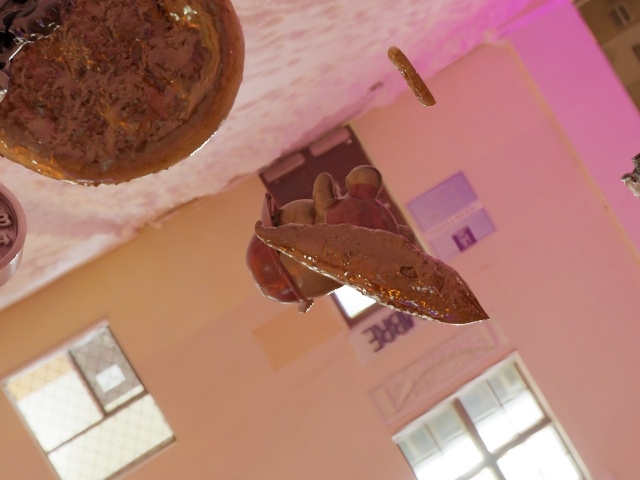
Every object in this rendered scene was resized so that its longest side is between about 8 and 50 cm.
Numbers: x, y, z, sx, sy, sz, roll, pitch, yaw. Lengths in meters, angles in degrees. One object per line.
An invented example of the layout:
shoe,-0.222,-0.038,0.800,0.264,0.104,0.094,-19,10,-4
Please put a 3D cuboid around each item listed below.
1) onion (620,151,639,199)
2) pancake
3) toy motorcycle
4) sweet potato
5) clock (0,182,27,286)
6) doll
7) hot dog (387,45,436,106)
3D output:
onion,0.499,-0.089,0.825,0.315,0.146,0.280,-18,178,-30
pancake,-0.296,-0.250,1.000,0.382,0.382,0.071,-31,-174,-2
toy motorcycle,-0.328,-0.192,0.671,0.159,0.271,0.106,-68,156,-7
sweet potato,0.041,0.018,0.645,0.060,0.206,0.068,-57,158,-47
clock,-0.542,-0.010,1.174,0.197,0.197,0.068,-31,166,-38
doll,0.002,0.000,1.195,0.256,0.196,0.152,-19,176,30
hot dog,0.167,-0.298,1.457,0.028,0.137,0.044,-44,-154,-11
